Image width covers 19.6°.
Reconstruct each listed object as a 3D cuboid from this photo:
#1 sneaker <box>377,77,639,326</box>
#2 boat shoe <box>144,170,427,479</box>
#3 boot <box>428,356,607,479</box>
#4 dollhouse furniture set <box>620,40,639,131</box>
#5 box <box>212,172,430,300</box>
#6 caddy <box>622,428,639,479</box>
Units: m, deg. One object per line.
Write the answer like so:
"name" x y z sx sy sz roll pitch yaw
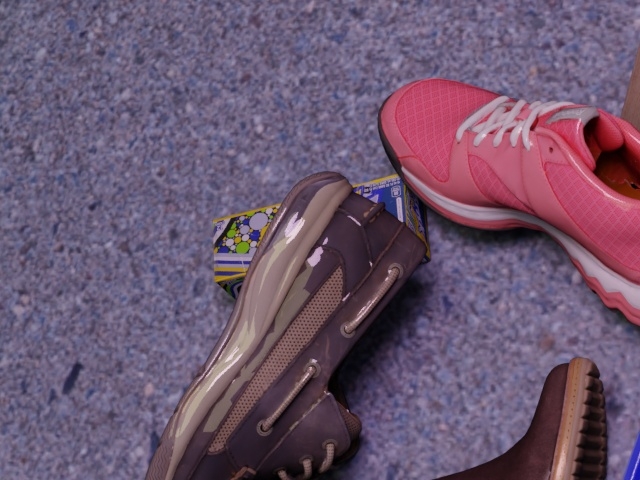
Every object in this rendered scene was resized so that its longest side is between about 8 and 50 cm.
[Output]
"sneaker" 0.175 -0.065 1.368 0.314 0.136 0.116 31 58 29
"boat shoe" -0.031 0.126 1.389 0.130 0.132 0.355 26 97 6
"boot" 0.089 0.191 1.333 0.207 0.090 0.248 8 75 26
"dollhouse furniture set" 0.337 -0.111 1.393 0.151 0.123 0.144 -23 52 -27
"box" 0.000 0.000 1.484 0.169 0.054 0.059 -14 62 20
"caddy" 0.317 0.214 1.170 0.241 0.179 0.341 3 67 52
